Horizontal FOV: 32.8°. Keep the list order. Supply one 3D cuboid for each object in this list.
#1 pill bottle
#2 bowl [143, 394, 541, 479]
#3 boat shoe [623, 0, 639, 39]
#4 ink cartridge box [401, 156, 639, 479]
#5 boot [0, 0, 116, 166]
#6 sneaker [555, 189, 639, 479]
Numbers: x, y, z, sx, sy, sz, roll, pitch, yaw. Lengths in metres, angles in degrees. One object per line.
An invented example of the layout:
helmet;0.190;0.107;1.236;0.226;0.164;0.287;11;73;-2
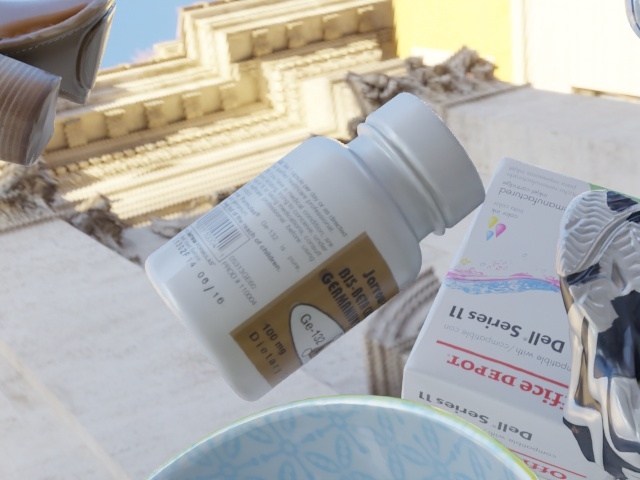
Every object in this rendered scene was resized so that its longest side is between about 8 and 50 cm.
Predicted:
pill bottle;0.000;0.000;0.789;0.229;0.131;0.131;-37;-60;-5
bowl;0.011;0.230;0.478;0.289;0.289;0.156;-48;-50;-12
boat shoe;0.448;-0.362;1.122;0.136;0.156;0.367;29;-76;-6
ink cartridge box;0.208;0.105;1.045;0.119;0.207;0.353;87;-154;-53
boot;-0.298;-0.170;0.892;0.220;0.283;0.109;19;-51;-3
sneaker;0.230;0.088;0.865;0.094;0.235;0.153;-8;-33;-10
